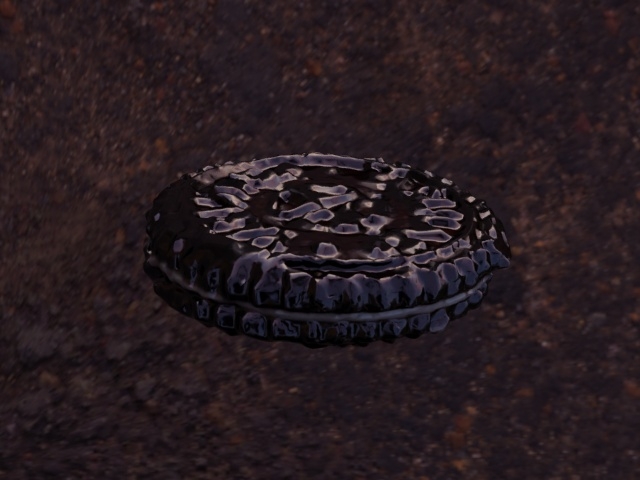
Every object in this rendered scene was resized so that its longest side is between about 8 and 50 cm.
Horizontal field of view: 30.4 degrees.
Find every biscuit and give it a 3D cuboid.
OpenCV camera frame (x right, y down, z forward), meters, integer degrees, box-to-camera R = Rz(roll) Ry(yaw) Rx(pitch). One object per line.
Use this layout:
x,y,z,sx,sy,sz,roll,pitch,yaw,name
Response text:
0.000,0.000,0.614,0.195,0.194,0.053,-5,114,-19,biscuit
